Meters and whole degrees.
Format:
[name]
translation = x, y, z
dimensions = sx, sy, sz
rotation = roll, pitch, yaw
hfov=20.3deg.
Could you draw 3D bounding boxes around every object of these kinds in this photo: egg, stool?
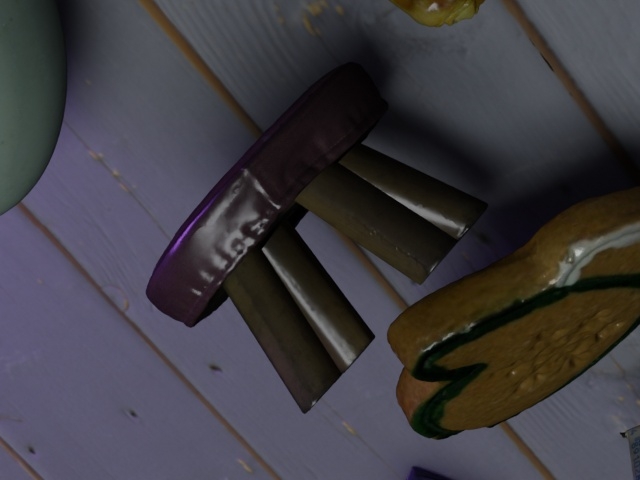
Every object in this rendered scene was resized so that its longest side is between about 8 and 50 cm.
[egg]
translation = -0.336, -0.179, 1.517
dimensions = 0.230, 0.230, 0.371
rotation = 4, 125, 15
[stool]
translation = 0.000, 0.000, 1.512
dimensions = 0.178, 0.272, 0.272
rotation = 41, 131, 3

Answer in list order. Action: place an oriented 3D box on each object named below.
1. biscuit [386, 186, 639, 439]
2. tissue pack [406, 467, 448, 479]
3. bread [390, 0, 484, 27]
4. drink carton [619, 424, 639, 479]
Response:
[biscuit]
translation = 0.185, 0.074, 1.562
dimensions = 0.287, 0.057, 0.344
rotation = -1, 143, -44
[tissue pack]
translation = 0.125, 0.313, 1.828
dimensions = 0.112, 0.156, 0.051
rotation = 22, 127, -1
[bread]
translation = -0.002, -0.303, 1.407
dimensions = 0.367, 0.084, 0.077
rotation = 42, 168, -20
[drink carton]
translation = 0.458, 0.205, 1.613
dimensions = 0.324, 0.132, 0.194
rotation = -30, 137, 34
